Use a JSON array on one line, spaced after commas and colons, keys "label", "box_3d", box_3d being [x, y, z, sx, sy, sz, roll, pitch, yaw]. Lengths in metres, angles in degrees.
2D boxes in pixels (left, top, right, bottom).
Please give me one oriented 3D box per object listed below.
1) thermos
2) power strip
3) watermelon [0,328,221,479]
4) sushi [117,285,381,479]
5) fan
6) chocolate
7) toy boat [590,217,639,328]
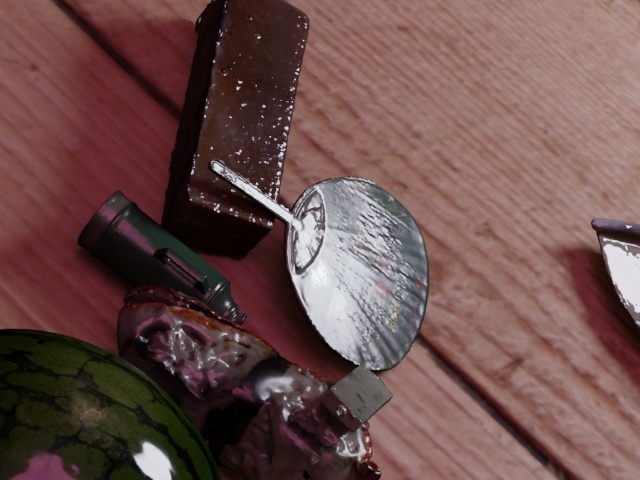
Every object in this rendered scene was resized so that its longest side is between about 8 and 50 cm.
[{"label": "thermos", "box_3d": [-0.156, 0.030, 1.951, 0.187, 0.083, 0.073, 38, 34, 2]}, {"label": "power strip", "box_3d": [0.034, 0.155, 1.849, 0.051, 0.019, 0.136, 46, 19, 5]}, {"label": "watermelon", "box_3d": [-0.256, 0.250, 1.639, 0.363, 0.363, 0.363, 9, 59, -15]}, {"label": "sushi", "box_3d": [-0.074, 0.172, 1.872, 0.332, 0.124, 0.130, 30, 40, 1]}, {"label": "fan", "box_3d": [0.023, -0.007, 2.022, 0.223, 0.012, 0.294, -40, 99, -44]}, {"label": "chocolate", "box_3d": [-0.090, -0.138, 2.061, 0.112, 0.112, 0.321, 19, 56, -17]}, {"label": "toy boat", "box_3d": [0.481, 0.081, 2.150, 0.293, 0.111, 0.276, -12, 65, -12]}]
